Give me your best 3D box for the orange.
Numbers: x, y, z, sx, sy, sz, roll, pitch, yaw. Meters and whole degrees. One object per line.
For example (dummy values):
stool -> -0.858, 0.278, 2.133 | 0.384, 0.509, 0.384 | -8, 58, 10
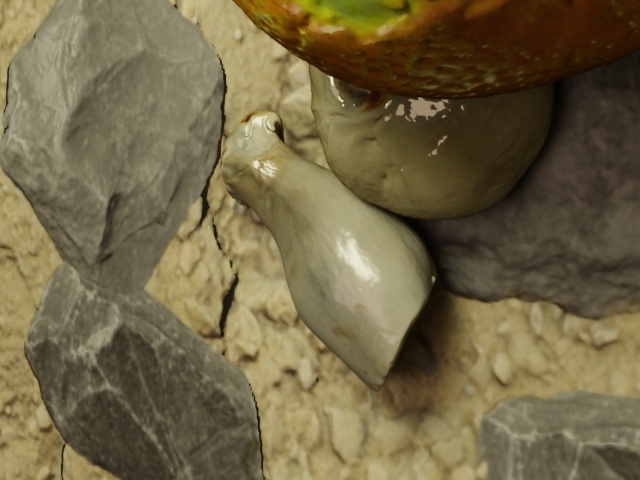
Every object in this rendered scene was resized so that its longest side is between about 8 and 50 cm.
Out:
orange -> 0.088, -0.208, 0.926 | 0.334, 0.196, 0.263 | -16, 71, -7

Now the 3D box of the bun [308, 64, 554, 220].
bun -> 0.061, -0.101, 1.039 | 0.173, 0.113, 0.167 | 35, 111, 30

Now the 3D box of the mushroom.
mushroom -> 0.000, 0.000, 1.106 | 0.225, 0.093, 0.116 | 50, 140, 20
